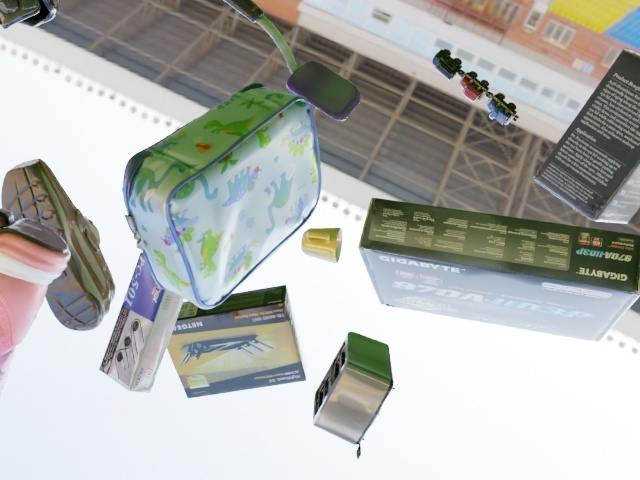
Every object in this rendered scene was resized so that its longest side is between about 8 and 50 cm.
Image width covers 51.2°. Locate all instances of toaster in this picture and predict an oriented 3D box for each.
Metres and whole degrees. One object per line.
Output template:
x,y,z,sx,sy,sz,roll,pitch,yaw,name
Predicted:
0.067,0.298,1.334,0.110,0.168,0.185,24,-161,-6,toaster

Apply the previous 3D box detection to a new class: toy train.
0.231,-0.228,1.001,0.158,0.027,0.036,42,-116,8,toy train

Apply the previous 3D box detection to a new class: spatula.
-0.066,-0.272,0.882,0.296,0.030,0.084,44,-129,-7,spatula

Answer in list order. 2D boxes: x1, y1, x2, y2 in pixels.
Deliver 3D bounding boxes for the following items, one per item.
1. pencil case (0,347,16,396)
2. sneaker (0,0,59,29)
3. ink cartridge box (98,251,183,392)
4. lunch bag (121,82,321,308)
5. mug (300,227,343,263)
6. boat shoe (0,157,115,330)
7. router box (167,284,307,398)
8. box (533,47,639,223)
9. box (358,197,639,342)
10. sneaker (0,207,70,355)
-0.498,0.246,0.865,0.167,0.160,0.386,0,-116,12,pencil case
-0.428,-0.361,0.854,0.227,0.087,0.130,42,-159,-51,sneaker
-0.284,0.131,1.082,0.097,0.207,0.046,17,177,41,ink cartridge box
-0.093,-0.046,0.700,0.090,0.176,0.219,23,-129,31,lunch bag
0.001,-0.001,1.135,0.064,0.078,0.062,8,-137,12,mug
-0.468,0.006,1.220,0.123,0.324,0.120,-6,-157,18,boat shoe
-0.205,0.247,1.609,0.309,0.243,0.081,-10,-150,6,router box
0.417,-0.135,0.913,0.153,0.207,0.108,2,-145,-51,box
0.156,0.032,0.606,0.220,0.175,0.051,9,-109,15,box
-0.381,0.012,0.545,0.314,0.136,0.116,20,-178,-12,sneaker
